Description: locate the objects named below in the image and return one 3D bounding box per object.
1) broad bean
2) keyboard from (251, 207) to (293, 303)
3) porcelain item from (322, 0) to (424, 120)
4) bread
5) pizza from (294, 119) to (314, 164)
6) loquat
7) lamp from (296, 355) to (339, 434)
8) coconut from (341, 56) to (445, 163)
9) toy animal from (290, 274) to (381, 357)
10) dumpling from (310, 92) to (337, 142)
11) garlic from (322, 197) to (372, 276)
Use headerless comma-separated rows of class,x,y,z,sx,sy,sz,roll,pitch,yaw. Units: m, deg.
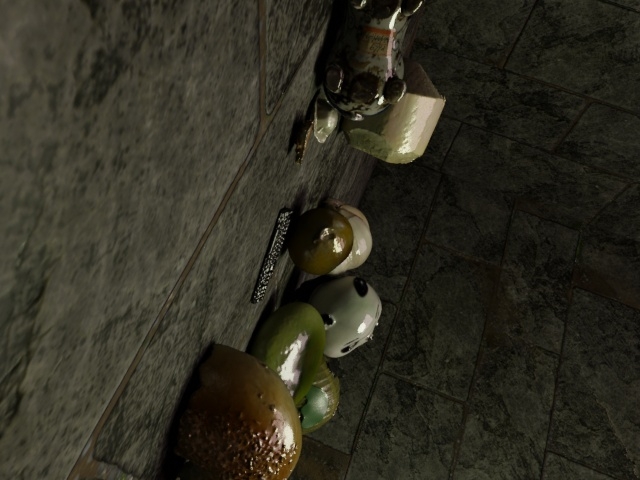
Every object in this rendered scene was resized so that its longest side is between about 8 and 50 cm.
broad bean,-0.081,0.283,1.316,0.238,0.119,0.291,55,52,-43
keyboard,-0.094,0.031,1.063,0.060,0.018,0.195,-40,149,-74
porcelain item,0.081,-0.350,0.903,0.186,0.138,0.288,-92,-170,-54
bread,-0.131,0.339,0.901,0.171,0.192,0.314,-63,172,-60
pizza,-0.029,-0.174,0.897,0.078,0.025,0.083,110,-4,-67
loquat,0.000,0.000,1.210,0.195,0.152,0.152,144,-32,-77
lamp,-0.072,0.383,1.506,0.250,0.250,0.284,-47,134,-76
coconut,0.185,-0.334,1.381,0.239,0.239,0.244,-58,167,-66
toy animal,0.041,0.211,1.598,0.251,0.251,0.310,-68,-167,-19
dumpling,-0.001,-0.217,0.961,0.076,0.057,0.052,-58,-139,11
garlic,0.063,-0.021,1.591,0.281,0.184,0.203,-59,147,-52
